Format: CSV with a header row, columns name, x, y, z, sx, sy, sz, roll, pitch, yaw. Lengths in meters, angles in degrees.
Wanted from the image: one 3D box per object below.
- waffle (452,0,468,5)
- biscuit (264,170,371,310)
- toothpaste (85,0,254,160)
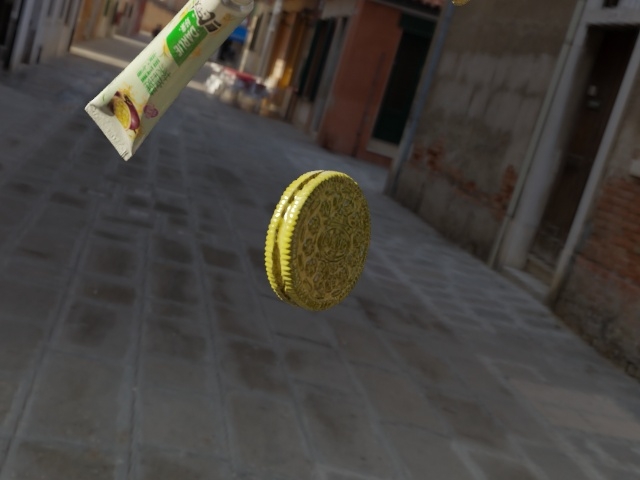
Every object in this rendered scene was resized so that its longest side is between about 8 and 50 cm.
name,x,y,z,sx,sy,sz,roll,pitch,yaw
waffle,0.087,-0.224,0.627,0.092,0.021,0.135,51,30,-21
biscuit,0.000,0.000,0.522,0.023,0.084,0.084,12,6,35
toothpaste,-0.154,-0.194,0.939,0.056,0.314,0.058,17,52,-35
